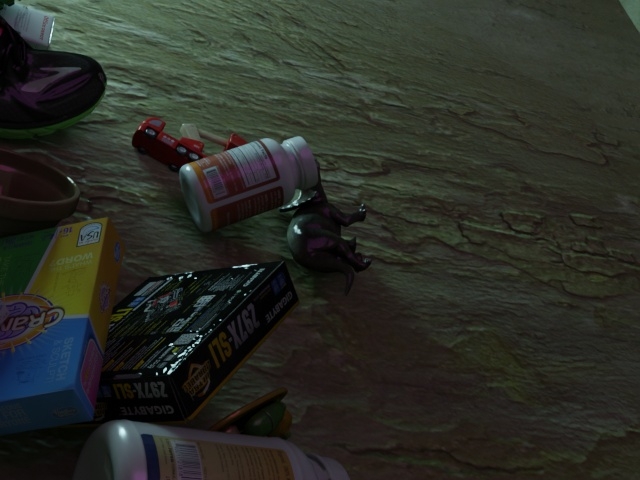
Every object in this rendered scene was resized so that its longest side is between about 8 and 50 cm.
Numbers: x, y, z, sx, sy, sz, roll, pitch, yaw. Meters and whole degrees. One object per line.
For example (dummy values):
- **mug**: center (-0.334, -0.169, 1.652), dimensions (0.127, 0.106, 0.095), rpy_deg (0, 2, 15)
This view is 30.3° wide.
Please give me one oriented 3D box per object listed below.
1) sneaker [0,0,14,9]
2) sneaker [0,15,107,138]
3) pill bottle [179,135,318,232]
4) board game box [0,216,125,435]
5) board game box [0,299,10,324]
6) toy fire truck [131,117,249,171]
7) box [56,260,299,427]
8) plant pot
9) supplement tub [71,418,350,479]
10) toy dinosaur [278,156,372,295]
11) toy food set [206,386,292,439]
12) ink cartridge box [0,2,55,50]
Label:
- **sneaker**: center (-0.633, -0.471, 2.014), dimensions (0.343, 0.146, 0.134), rpy_deg (-18, 50, -31)
- **sneaker**: center (-0.568, -0.304, 1.894), dimensions (0.483, 0.202, 0.185), rpy_deg (11, 43, -27)
- **pill bottle**: center (-0.120, -0.102, 2.003), dimensions (0.216, 0.121, 0.121), rpy_deg (-20, 57, -16)
- **board game box**: center (-0.398, 0.115, 1.555), dimensions (0.242, 0.064, 0.316), rpy_deg (-11, 41, 9)
- **board game box**: center (-0.492, 0.109, 1.525), dimensions (0.154, 0.026, 0.103), rpy_deg (10, 48, 29)
- **toy fire truck**: center (-0.232, -0.172, 2.124), dimensions (0.192, 0.047, 0.135), rpy_deg (29, 37, -5)
- **box**: center (-0.212, 0.140, 1.635), dimensions (0.322, 0.257, 0.079), rpy_deg (-46, 121, -53)
- **plant pot**: center (-0.480, -0.055, 1.730), dimensions (0.237, 0.110, 0.237), rpy_deg (18, 17, -6)
- **supplement tub**: center (-0.136, 0.350, 1.464), dimensions (0.316, 0.228, 0.228), rpy_deg (12, 42, -26)
- **toy dinosaur**: center (0.000, 0.000, 2.074), dimensions (0.160, 0.121, 0.313), rpy_deg (8, 47, -12)
- **toy food set**: center (-0.113, 0.283, 1.647), dimensions (0.218, 0.128, 0.071), rpy_deg (-22, 72, -46)
- **ink cartridge box**: center (-0.551, -0.375, 2.106), dimensions (0.135, 0.056, 0.099), rpy_deg (18, 39, -19)
